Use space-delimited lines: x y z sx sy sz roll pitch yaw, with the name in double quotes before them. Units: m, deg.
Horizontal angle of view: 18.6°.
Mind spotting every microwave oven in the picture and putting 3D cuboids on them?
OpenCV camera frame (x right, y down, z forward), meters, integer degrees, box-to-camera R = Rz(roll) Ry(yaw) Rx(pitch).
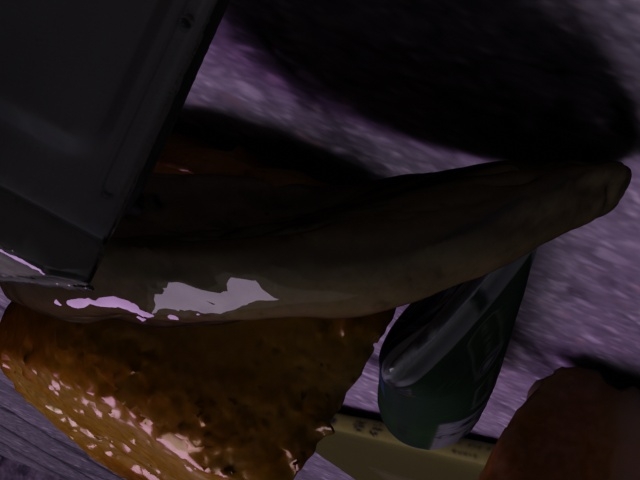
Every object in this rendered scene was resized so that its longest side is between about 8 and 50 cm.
"microwave oven" -0.120 -0.071 0.599 0.129 0.163 0.205 32 165 -26

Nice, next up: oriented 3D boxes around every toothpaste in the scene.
"toothpaste" 0.059 0.058 0.972 0.061 0.099 0.392 40 171 9

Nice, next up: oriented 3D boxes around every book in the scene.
"book" 0.141 0.195 1.457 0.239 0.035 0.352 36 163 -36

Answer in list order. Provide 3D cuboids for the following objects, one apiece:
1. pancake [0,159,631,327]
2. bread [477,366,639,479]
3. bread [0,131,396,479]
"pancake" 0.000 0.000 0.696 0.241 0.050 0.242 -6 -172 1
"bread" 0.219 0.305 1.015 0.371 0.390 0.279 16 160 25
"bread" -0.076 0.032 0.950 0.147 0.160 0.260 36 169 -20
